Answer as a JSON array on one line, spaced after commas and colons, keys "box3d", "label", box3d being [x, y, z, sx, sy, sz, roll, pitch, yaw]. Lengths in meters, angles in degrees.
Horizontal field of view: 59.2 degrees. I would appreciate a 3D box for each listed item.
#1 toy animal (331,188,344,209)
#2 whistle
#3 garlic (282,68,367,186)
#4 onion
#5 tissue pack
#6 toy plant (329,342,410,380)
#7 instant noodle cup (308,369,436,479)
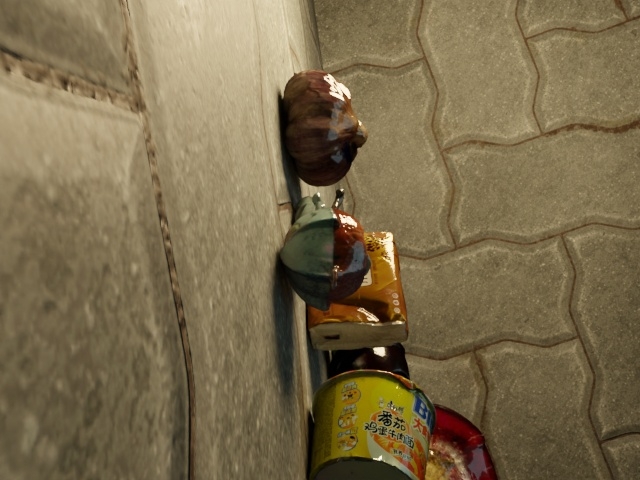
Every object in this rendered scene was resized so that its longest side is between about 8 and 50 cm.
[{"box3d": [0.025, -0.010, 1.326, 0.232, 0.085, 0.148, 80, 6, -52], "label": "toy animal"}, {"box3d": [0.001, 0.001, 0.910, 0.346, 0.134, 0.142, -105, 176, -70], "label": "whistle"}, {"box3d": [0.012, -0.224, 1.136, 0.245, 0.161, 0.244, -3, 90, -76], "label": "garlic"}, {"box3d": [0.257, 0.669, 1.467, 0.398, 0.399, 0.420, -91, -167, -53], "label": "onion"}, {"box3d": [0.066, 0.094, 1.079, 0.226, 0.184, 0.091, -92, 173, -45], "label": "tissue pack"}, {"box3d": [0.094, 0.262, 1.270, 0.235, 0.176, 0.218, 50, -14, 47], "label": "toy plant"}, {"box3d": [0.069, 0.314, 0.840, 0.153, 0.205, 0.204, -69, 152, -58], "label": "instant noodle cup"}]
